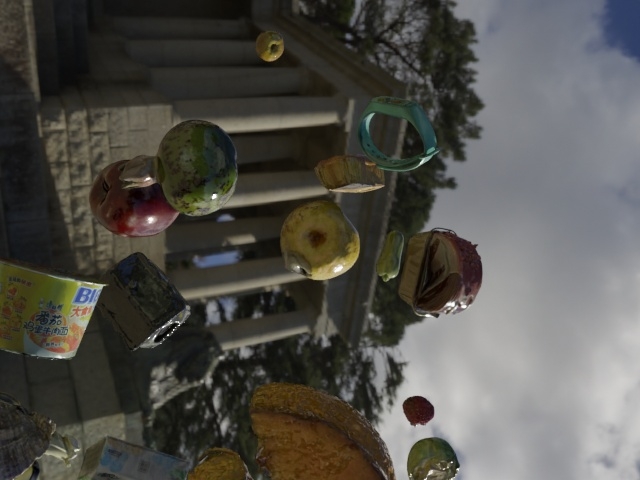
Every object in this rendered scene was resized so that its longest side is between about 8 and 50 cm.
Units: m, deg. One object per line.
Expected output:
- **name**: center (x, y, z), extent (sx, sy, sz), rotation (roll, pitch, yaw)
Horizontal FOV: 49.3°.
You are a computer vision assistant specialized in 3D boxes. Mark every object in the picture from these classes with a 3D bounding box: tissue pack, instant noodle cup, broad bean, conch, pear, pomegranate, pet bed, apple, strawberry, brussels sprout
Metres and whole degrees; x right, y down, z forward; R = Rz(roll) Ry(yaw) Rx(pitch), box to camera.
- **tissue pack**: center (-0.472, 0.600, 1.741), extent (0.159, 0.229, 0.145), rotation (-37, -146, 45)
- **instant noodle cup**: center (-0.503, 0.124, 1.261), extent (0.205, 0.205, 0.152), rotation (10, -95, 65)
- **broad bean**: center (0.245, 0.056, 2.417), extent (0.124, 0.082, 0.174), rotation (99, 13, -69)
- **conch**: center (-0.856, 0.479, 1.710), extent (0.297, 0.353, 0.210), rotation (-99, 172, -48)
- **pear**: center (0.000, 0.000, 2.220), extent (0.271, 0.271, 0.271), rotation (172, -90, -66)
- **pomegranate**: center (-0.412, -0.205, 2.026), extent (0.285, 0.341, 0.284), rotation (177, -90, -79)
- **pet bed**: center (-0.454, 0.157, 1.771), extent (0.211, 0.183, 0.159), rotation (50, 0, 9)
- **apple**: center (-0.140, -0.538, 1.928), extent (0.071, 0.084, 0.083), rotation (-131, -140, -65)
- **strawberry**: center (0.311, 0.540, 2.228), extent (0.106, 0.106, 0.106), rotation (172, -90, -66)
- **apple**: center (-0.660, -0.147, 2.478), extent (0.288, 0.317, 0.288), rotation (-6, -99, 38)
- **brussels sprout**: center (0.308, 0.621, 1.975), extent (0.149, 0.152, 0.122), rotation (59, 6, -25)

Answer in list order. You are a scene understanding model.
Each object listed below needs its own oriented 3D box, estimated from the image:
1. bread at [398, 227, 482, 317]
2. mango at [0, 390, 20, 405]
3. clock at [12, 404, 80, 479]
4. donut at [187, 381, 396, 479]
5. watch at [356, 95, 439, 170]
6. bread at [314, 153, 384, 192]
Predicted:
- **bread**: center (0.291, 0.081, 1.715), extent (0.212, 0.143, 0.224), rotation (14, -86, 57)
- **mango**: center (-1.020, 0.504, 2.085), extent (0.146, 0.289, 0.129), rotation (7, -109, 27)
- **clock**: center (-0.850, 0.640, 1.976), extent (0.379, 0.277, 0.120), rotation (-57, -136, 11)
- **donut**: center (-0.047, 0.465, 1.277), extent (0.435, 0.378, 0.163), rotation (-47, -174, 23)
- **watch**: center (0.199, -0.275, 1.829), extent (0.237, 0.068, 0.195), rotation (18, -55, 37)
- **bread**: center (0.106, -0.225, 2.355), extent (0.153, 0.288, 0.119), rotation (-14, -95, 29)
